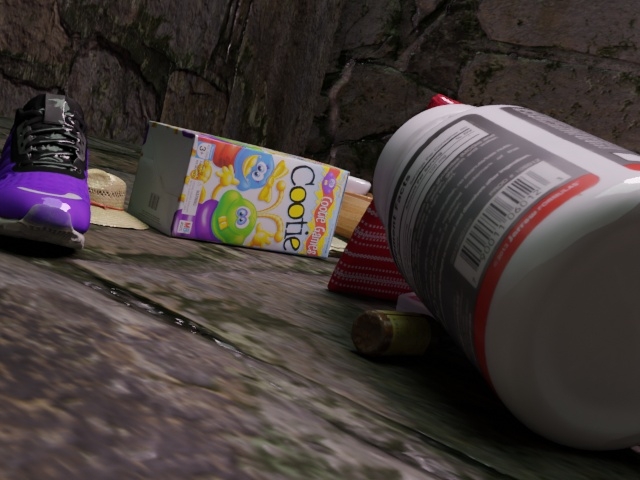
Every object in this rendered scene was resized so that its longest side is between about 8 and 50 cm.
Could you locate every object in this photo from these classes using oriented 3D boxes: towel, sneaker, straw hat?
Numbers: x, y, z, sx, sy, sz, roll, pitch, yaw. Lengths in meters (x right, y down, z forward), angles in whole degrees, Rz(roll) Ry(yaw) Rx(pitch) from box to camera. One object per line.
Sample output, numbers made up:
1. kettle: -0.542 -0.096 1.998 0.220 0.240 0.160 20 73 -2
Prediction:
1. towel: 0.149 -0.031 0.930 0.199 0.274 0.031 13 31 -29
2. towel: 0.000 0.000 1.330 0.148 0.027 0.110 20 7 41
3. sneaker: -0.293 -0.083 0.825 0.102 0.146 0.293 12 6 -24
4. straw hat: -0.291 -0.062 1.033 0.145 0.061 0.144 15 7 -2

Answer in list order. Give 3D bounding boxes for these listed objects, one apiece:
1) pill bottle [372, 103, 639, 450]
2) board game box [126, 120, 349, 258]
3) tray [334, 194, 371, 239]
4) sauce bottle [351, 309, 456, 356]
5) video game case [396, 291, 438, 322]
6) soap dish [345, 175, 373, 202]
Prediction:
1. pill bottle: 0.178 -0.002 0.687 0.210 0.210 0.363 13 17 -17
2. board game box: -0.117 -0.072 1.157 0.275 0.142 0.144 9 9 -41
3. tray: 0.122 -0.010 1.391 0.203 0.076 0.411 21 0 -37
4. sauce bottle: 0.082 0.085 0.708 0.128 0.042 0.042 10 8 -45
5. video game case: 0.252 0.104 0.845 0.204 0.025 0.285 -5 19 -42
6. soap dish: -0.015 -0.125 1.986 0.291 0.118 0.229 15 6 1
